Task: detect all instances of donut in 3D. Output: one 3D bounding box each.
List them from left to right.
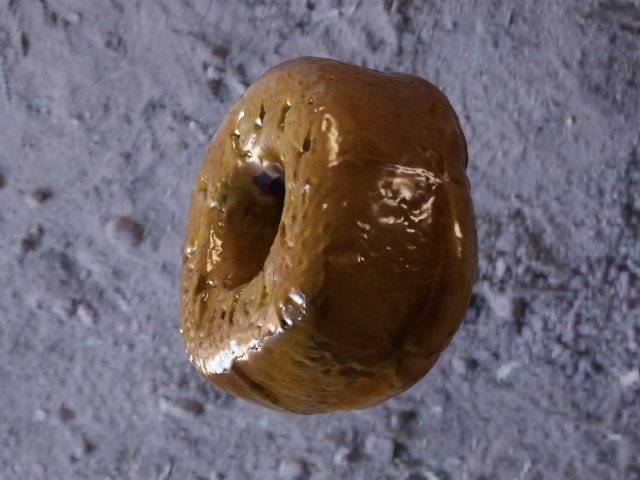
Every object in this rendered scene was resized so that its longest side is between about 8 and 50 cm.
[{"bbox_3d":[-0.001,-0.001,0.798,0.114,0.226,0.226,14,135,-28],"label":"donut"}]
